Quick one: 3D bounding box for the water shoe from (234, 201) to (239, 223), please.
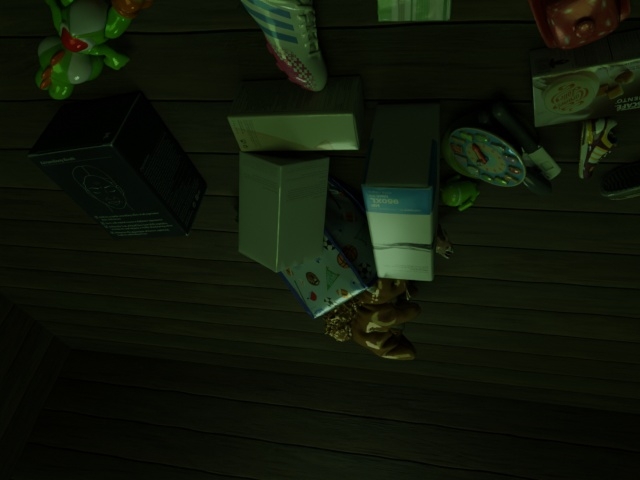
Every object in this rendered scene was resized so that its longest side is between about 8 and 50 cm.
[{"bbox_3d":[-0.250,-0.067,1.740,0.080,0.073,0.203,33,150,17],"label":"water shoe"}]

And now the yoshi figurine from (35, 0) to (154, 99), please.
[{"bbox_3d":[-0.539,-0.486,1.166,0.362,0.204,0.203,-37,165,31],"label":"yoshi figurine"}]

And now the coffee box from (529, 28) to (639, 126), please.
[{"bbox_3d":[0.578,-0.341,1.061,0.246,0.098,0.141,-4,143,22],"label":"coffee box"}]

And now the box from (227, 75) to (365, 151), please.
[{"bbox_3d":[-0.054,-0.312,1.249,0.311,0.148,0.121,3,145,14],"label":"box"}]

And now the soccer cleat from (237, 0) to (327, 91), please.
[{"bbox_3d":[-0.057,-0.458,1.065,0.143,0.116,0.331,-15,137,33],"label":"soccer cleat"}]

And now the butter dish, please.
[{"bbox_3d":[0.492,-0.426,0.948,0.160,0.118,0.160,-16,137,33],"label":"butter dish"}]

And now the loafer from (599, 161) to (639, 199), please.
[{"bbox_3d":[0.842,-0.150,1.260,0.251,0.094,0.087,-17,132,35],"label":"loafer"}]

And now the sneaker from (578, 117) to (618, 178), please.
[{"bbox_3d":[0.679,-0.219,1.232,0.084,0.070,0.185,0,145,25],"label":"sneaker"}]

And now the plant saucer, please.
[{"bbox_3d":[0.435,-0.236,1.308,0.241,0.037,0.241,8,145,6],"label":"plant saucer"}]

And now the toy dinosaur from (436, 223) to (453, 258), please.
[{"bbox_3d":[0.276,-0.013,1.608,0.295,0.127,0.200,19,139,11],"label":"toy dinosaur"}]

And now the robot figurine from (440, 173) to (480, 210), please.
[{"bbox_3d":[0.391,-0.133,1.420,0.115,0.101,0.067,-10,160,-22],"label":"robot figurine"}]

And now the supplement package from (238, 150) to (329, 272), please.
[{"bbox_3d":[-0.104,-0.093,1.365,0.175,0.177,0.293,24,119,39],"label":"supplement package"}]

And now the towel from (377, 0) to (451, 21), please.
[{"bbox_3d":[0.189,-0.496,1.022,0.152,0.023,0.113,3,144,12],"label":"towel"}]

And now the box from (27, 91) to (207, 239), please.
[{"bbox_3d":[-0.579,-0.202,1.499,0.293,0.212,0.395,-2,144,20],"label":"box"}]

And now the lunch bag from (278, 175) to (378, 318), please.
[{"bbox_3d":[0.000,0.000,1.583,0.385,0.239,0.328,50,137,0],"label":"lunch bag"}]

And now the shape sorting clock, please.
[{"bbox_3d":[0.403,-0.200,1.227,0.206,0.040,0.206,40,171,8],"label":"shape sorting clock"}]

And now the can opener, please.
[{"bbox_3d":[0.484,-0.212,1.211,0.283,0.095,0.076,34,139,-29],"label":"can opener"}]

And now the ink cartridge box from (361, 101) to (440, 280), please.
[{"bbox_3d":[0.225,-0.115,1.322,0.166,0.285,0.395,3,145,15],"label":"ink cartridge box"}]

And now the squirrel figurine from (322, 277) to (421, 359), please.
[{"bbox_3d":[0.166,0.220,1.843,0.397,0.281,0.370,0,138,12],"label":"squirrel figurine"}]
